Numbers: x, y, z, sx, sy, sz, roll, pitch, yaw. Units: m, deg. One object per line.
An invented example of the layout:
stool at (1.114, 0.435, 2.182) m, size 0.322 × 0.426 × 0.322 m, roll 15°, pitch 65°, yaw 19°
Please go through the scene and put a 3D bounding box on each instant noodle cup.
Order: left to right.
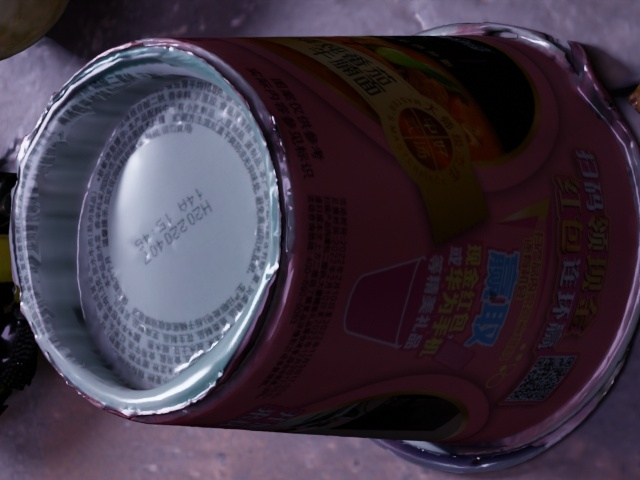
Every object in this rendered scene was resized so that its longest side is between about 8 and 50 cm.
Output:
instant noodle cup at (0.000, 0.000, 0.859) m, size 0.244 × 0.255 × 0.244 m, roll -1°, pitch 88°, yaw 37°

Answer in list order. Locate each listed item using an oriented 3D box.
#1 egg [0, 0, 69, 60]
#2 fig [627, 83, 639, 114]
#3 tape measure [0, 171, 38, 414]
egg at (-0.262, -0.228, 1.087) m, size 0.289 × 0.238 × 0.238 m, roll 39°, pitch 115°, yaw 7°
fig at (0.204, -0.144, 0.777) m, size 0.175 × 0.207 × 0.175 m, roll 0°, pitch 82°, yaw 0°
tape measure at (-0.257, 0.029, 1.161) m, size 0.199 × 0.112 × 0.186 m, roll 18°, pitch 103°, yaw 39°
